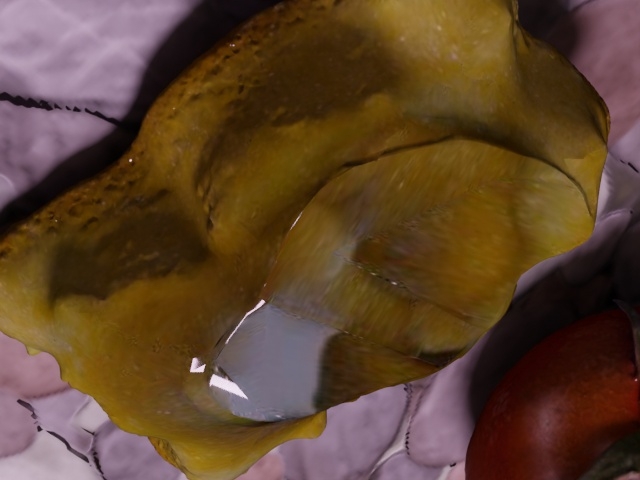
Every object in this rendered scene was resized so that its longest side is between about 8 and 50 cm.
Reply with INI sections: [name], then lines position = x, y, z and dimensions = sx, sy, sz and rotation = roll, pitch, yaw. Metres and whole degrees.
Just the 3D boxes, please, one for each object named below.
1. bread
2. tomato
[bread]
position = 0.000, 0.000, 0.631
dimensions = 0.233, 0.088, 0.160
rotation = -43, 137, 8
[tomato]
position = 0.145, 0.111, 0.756
dimensions = 0.167, 0.167, 0.167
rotation = -15, 129, -20
